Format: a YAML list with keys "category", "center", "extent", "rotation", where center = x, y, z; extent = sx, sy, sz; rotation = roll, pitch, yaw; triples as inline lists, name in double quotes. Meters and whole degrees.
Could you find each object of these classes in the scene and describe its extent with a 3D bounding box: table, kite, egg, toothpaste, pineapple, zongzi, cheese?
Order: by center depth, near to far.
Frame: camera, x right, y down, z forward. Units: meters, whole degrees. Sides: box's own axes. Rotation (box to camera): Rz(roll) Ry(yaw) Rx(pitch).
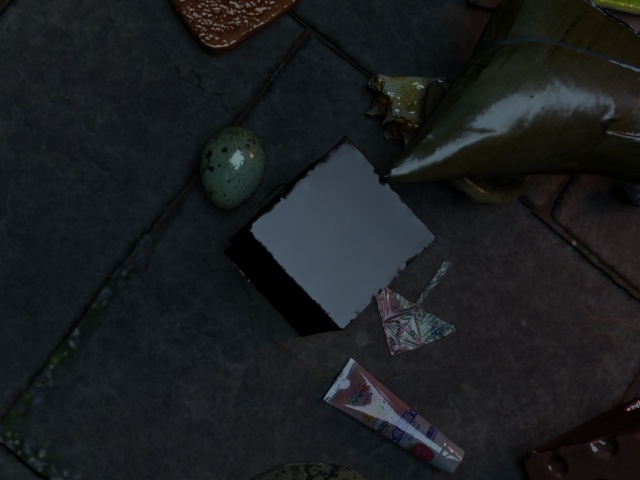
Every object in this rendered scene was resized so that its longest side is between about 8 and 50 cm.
- category: "table"
  center: [0.000, 0.000, 1.436]
  extent: [0.169, 0.193, 0.172]
  rotation: [-44, 95, -15]
- category: "zongzi"
  center: [0.313, -0.121, 1.438]
  extent: [0.356, 0.174, 0.393]
  rotation: [32, 59, 7]
- category: "egg"
  center: [-0.112, -0.093, 1.473]
  extent: [0.085, 0.085, 0.110]
  rotation: [7, 89, -14]
- category: "toothpaste"
  center: [0.101, 0.237, 1.517]
  extent: [0.194, 0.043, 0.067]
  rotation: [35, 79, -3]
- category: "cheese"
  center: [0.405, 0.287, 1.540]
  extent: [0.177, 0.203, 0.128]
  rotation: [-24, 88, -45]
- category: "pineapple"
  center: [0.128, -0.184, 1.558]
  extent: [0.137, 0.069, 0.116]
  rotation: [46, 75, -4]
- category: "kite"
  center: [0.128, 0.086, 1.559]
  extent: [0.137, 0.005, 0.152]
  rotation: [29, 76, -11]

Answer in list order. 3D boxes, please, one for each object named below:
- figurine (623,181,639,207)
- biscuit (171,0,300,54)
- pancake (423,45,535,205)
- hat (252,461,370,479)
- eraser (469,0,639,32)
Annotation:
- category: "figurine"
  center: [0.482, -0.162, 1.617]
  extent: [0.145, 0.145, 0.222]
  rotation: [-11, 90, -16]
- category: "biscuit"
  center: [-0.122, -0.360, 1.528]
  extent: [0.192, 0.036, 0.186]
  rotation: [-37, 91, -16]
- category: "pancake"
  center: [0.226, -0.152, 1.562]
  extent: [0.212, 0.029, 0.235]
  rotation: [54, 52, -18]
- category: "hat"
  center: [-0.005, 0.398, 1.424]
  extent: [0.265, 0.128, 0.265]
  rotation: [2, 81, -12]
- category: "eraser"
  center: [0.354, -0.419, 1.637]
  extent: [0.274, 0.092, 0.210]
  rotation: [8, 78, -15]
